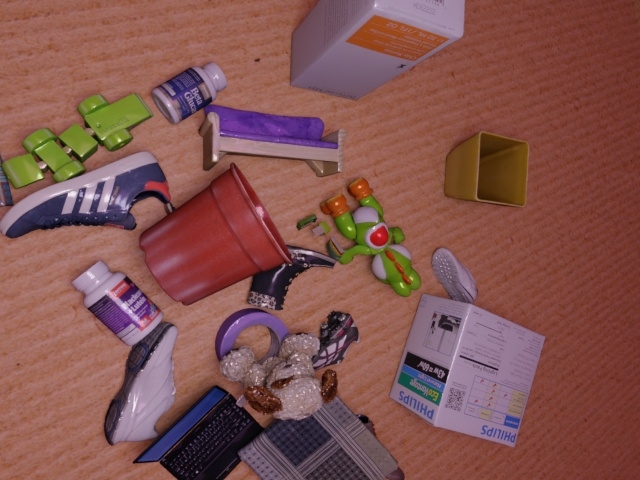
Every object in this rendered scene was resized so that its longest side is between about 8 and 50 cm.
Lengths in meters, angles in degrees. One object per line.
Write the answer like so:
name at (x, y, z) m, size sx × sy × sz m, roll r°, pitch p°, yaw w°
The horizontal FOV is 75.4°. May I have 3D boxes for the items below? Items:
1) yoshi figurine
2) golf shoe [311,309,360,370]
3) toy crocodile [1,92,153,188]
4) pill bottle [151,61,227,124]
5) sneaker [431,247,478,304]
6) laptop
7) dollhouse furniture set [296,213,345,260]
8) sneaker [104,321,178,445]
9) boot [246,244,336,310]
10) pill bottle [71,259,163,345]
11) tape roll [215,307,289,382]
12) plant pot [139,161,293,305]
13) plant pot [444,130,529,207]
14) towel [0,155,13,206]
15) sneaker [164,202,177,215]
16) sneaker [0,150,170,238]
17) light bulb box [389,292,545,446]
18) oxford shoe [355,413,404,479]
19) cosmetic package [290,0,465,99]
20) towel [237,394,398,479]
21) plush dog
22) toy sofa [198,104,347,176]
yoshi figurine at (0.158, 0.006, 1.234) m, size 0.362 × 0.204 × 0.203 m, roll 56°, pitch 34°, yaw -1°
golf shoe at (0.008, 0.327, 1.180) m, size 0.273 × 0.105 × 0.120 m, roll -41°, pitch 113°, yaw -18°
toy crocodile at (-0.538, -0.224, 0.936) m, size 0.340 × 0.105 × 0.115 m, roll -45°, pitch 107°, yaw -22°
pill bottle at (-0.320, -0.371, 1.027) m, size 0.169 × 0.094 × 0.094 m, roll -41°, pitch 106°, yaw -18°
sneaker at (0.458, 0.113, 1.398) m, size 0.095 × 0.090 × 0.234 m, roll -42°, pitch 111°, yaw -31°
laptop at (-0.280, 0.511, 1.031) m, size 0.234 × 0.137 × 0.264 m, roll -42°, pitch 106°, yaw -18°
dollhouse furniture set at (0.000, 0.000, 1.173) m, size 0.059 × 0.076 × 0.151 m, roll -31°, pitch 80°, yaw -24°
sneaker at (-0.409, 0.342, 1.005) m, size 0.129 × 0.111 × 0.296 m, roll 25°, pitch 84°, yaw -38°
boot at (-0.083, 0.104, 1.147) m, size 0.237 × 0.085 × 0.178 m, roll 12°, pitch 88°, yaw -19°
pill bottle at (-0.469, 0.141, 0.957) m, size 0.108 × 0.108 × 0.193 m, roll -44°, pitch 107°, yaw -18°
tape roll at (-0.179, 0.279, 1.105) m, size 0.189 × 0.080 × 0.188 m, roll 0°, pitch 91°, yaw -25°
plant pot at (-0.247, 0.001, 0.967) m, size 0.265 × 0.272 × 0.272 m, roll -30°, pitch 103°, yaw -1°
plant pot at (0.527, -0.216, 1.360) m, size 0.213 × 0.187 × 0.211 m, roll 4°, pitch 88°, yaw -24°
towel at (-0.824, -0.228, 0.833) m, size 0.272 × 0.040 × 0.369 m, roll -14°, pitch 96°, yaw -23°
sneaker at (-0.364, -0.066, 1.049) m, size 0.037 × 0.032 × 0.083 m, roll -36°, pitch 111°, yaw -32°
sneaker at (-0.504, -0.067, 0.927) m, size 0.350 × 0.131 × 0.148 m, roll -31°, pitch 99°, yaw -21°
light bulb box at (0.467, 0.403, 1.318) m, size 0.358 × 0.225 × 0.360 m, roll 24°, pitch 82°, yaw -23°
oxford shoe at (0.139, 0.606, 1.228) m, size 0.364 × 0.130 × 0.132 m, roll 43°, pitch 70°, yaw -18°
cosmetic package at (0.109, -0.509, 1.023) m, size 0.230 × 0.453 × 0.161 m, roll 3°, pitch 90°, yaw -24°
towel at (-0.001, 0.587, 1.118) m, size 0.312 × 0.056 × 0.324 m, roll -39°, pitch 97°, yaw 0°
plush dog at (-0.086, 0.349, 0.978) m, size 0.263 × 0.225 × 0.210 m, roll -7°, pitch 93°, yaw -26°
toy sofa at (-0.123, -0.268, 1.087) m, size 0.363 × 0.150 × 0.176 m, roll 0°, pitch 91°, yaw -24°
